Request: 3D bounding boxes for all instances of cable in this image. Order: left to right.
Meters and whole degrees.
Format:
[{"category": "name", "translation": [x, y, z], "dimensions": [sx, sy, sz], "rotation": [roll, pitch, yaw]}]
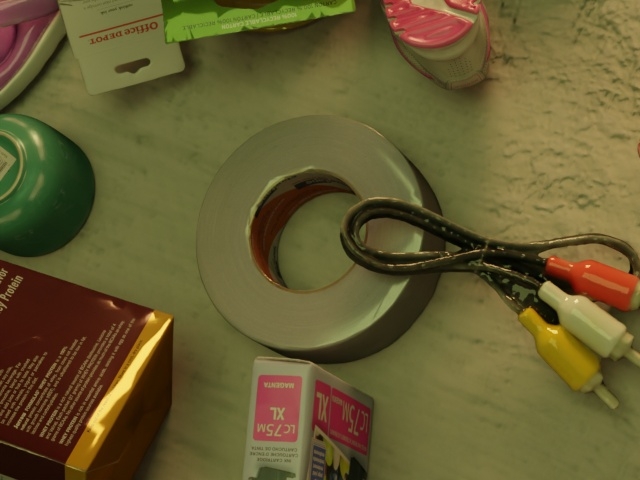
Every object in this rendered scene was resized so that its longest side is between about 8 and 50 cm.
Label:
[{"category": "cable", "translation": [0.163, 0.019, 1.674], "dimensions": [0.287, 0.072, 0.139], "rotation": [30, 82, 0]}]

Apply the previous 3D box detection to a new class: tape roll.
[{"category": "tape roll", "translation": [0.000, 0.000, 1.781], "dimensions": [0.219, 0.072, 0.219], "rotation": [-6, 73, 19]}]

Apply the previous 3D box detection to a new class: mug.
[{"category": "mug", "translation": [-0.309, -0.054, 1.895], "dimensions": [0.157, 0.097, 0.129], "rotation": [-12, 72, 17]}]

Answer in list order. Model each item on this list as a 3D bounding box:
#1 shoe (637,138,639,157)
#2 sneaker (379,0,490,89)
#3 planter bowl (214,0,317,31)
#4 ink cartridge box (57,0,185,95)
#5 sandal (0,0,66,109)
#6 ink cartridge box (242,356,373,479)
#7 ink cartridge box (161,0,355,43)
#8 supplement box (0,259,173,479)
[{"category": "shoe", "translation": [0.353, -0.104, 1.672], "dimensions": [0.178, 0.081, 0.063], "rotation": [-32, 67, 10]}, {"category": "sneaker", "translation": [0.093, -0.229, 1.794], "dimensions": [0.103, 0.111, 0.252], "rotation": [-16, 48, 7]}, {"category": "planter bowl", "translation": [-0.055, -0.312, 1.852], "dimensions": [0.217, 0.090, 0.217], "rotation": [-1, 82, 8]}, {"category": "ink cartridge box", "translation": [-0.203, -0.239, 1.886], "dimensions": [0.104, 0.060, 0.180], "rotation": [-16, 102, -8]}, {"category": "sandal", "translation": [-0.299, -0.280, 1.948], "dimensions": [0.416, 0.102, 0.169], "rotation": [-45, 65, 2]}, {"category": "ink cartridge box", "translation": [-0.017, 0.268, 1.651], "dimensions": [0.065, 0.186, 0.311], "rotation": [3, 77, 19]}, {"category": "ink cartridge box", "translation": [-0.076, -0.324, 1.761], "dimensions": [0.189, 0.097, 0.255], "rotation": [-9, 80, 7]}, {"category": "supplement box", "translation": [-0.255, 0.143, 1.741], "dimensions": [0.194, 0.129, 0.191], "rotation": [17, 47, 11]}]
